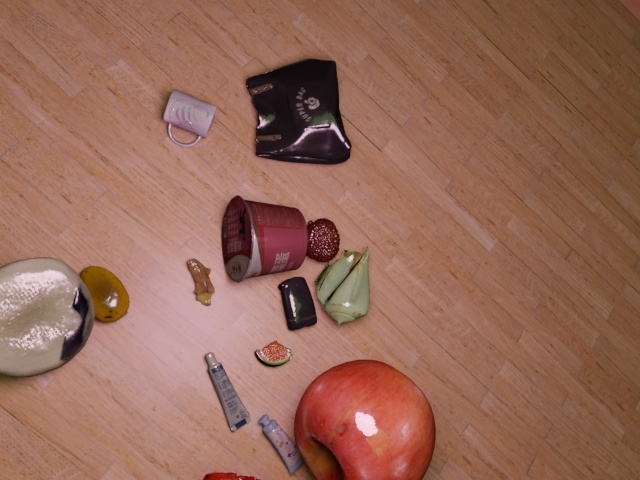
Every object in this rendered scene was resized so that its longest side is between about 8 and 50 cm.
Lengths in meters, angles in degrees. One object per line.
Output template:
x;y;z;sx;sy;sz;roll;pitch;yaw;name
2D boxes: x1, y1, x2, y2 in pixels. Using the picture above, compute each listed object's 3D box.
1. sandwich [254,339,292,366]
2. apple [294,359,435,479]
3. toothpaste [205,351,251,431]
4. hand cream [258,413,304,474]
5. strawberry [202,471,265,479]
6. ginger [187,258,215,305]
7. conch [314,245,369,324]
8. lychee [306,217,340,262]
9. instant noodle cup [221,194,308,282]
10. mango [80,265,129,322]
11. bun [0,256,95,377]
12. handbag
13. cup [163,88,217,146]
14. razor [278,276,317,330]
-0.128;0.318;1.551;0.101;0.026;0.069;-22;81;-26;sandwich
0.121;0.484;1.424;0.364;0.364;0.363;5;75;-18;apple
-0.254;0.399;1.481;0.062;0.037;0.216;-25;90;-23;toothpaste
-0.104;0.542;1.493;0.065;0.043;0.170;-37;93;-23;hand cream
-0.155;0.716;1.319;0.310;0.291;0.291;9;72;10;strawberry
-0.324;0.112;1.524;0.058;0.044;0.137;-19;81;-4;ginger
0.067;0.126;1.616;0.137;0.144;0.250;37;44;-52;conch
0.000;0.001;1.626;0.123;0.123;0.129;-37;111;-23;lychee
-0.152;-0.004;1.522;0.179;0.235;0.234;0;77;-28;instant noodle cup
-0.557;0.133;1.422;0.103;0.076;0.161;-32;80;-17;mango
-0.690;0.178;1.319;0.283;0.179;0.283;-1;92;-34;bun
-0.072;-0.389;1.687;0.288;0.152;0.342;-9;79;-9;handbag
-0.376;-0.346;1.587;0.133;0.099;0.135;21;70;-14;cup
-0.065;0.178;1.590;0.090;0.054;0.147;-11;81;-25;razor
